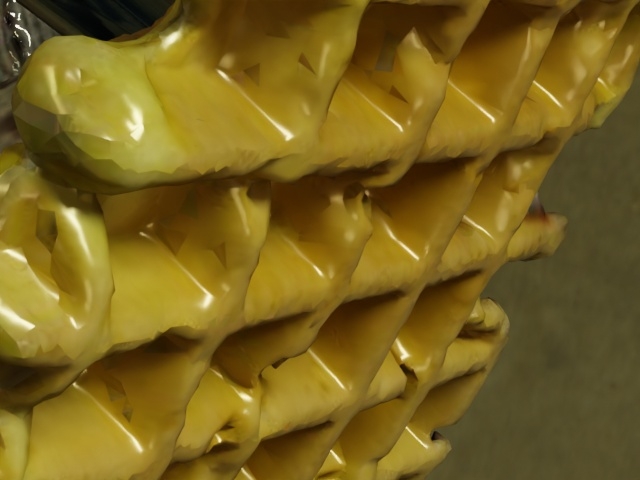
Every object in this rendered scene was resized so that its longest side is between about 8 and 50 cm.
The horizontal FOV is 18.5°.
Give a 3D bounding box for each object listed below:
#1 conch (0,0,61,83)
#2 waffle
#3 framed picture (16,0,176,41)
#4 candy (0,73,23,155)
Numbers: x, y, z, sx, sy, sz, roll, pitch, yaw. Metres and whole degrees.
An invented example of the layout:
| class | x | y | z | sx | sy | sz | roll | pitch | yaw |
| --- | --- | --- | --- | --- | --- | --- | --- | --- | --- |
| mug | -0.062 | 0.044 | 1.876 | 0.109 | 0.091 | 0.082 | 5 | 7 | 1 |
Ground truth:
| class | x | y | z | sx | sy | sz | roll | pitch | yaw |
| --- | --- | --- | --- | --- | --- | --- | --- | --- | --- |
| conch | -0.190 | -0.157 | 1.433 | 0.186 | 0.241 | 0.313 | -1 | 43 | 19 |
| waffle | 0.001 | 0.001 | 0.508 | 0.065 | 0.309 | 0.283 | 39 | 71 | 21 |
| framed picture | -0.095 | -0.117 | 1.095 | 0.232 | 0.315 | 0.024 | 22 | 82 | 39 |
| candy | -0.127 | 0.011 | 1.177 | 0.157 | 0.214 | 0.289 | -27 | 44 | -2 |
